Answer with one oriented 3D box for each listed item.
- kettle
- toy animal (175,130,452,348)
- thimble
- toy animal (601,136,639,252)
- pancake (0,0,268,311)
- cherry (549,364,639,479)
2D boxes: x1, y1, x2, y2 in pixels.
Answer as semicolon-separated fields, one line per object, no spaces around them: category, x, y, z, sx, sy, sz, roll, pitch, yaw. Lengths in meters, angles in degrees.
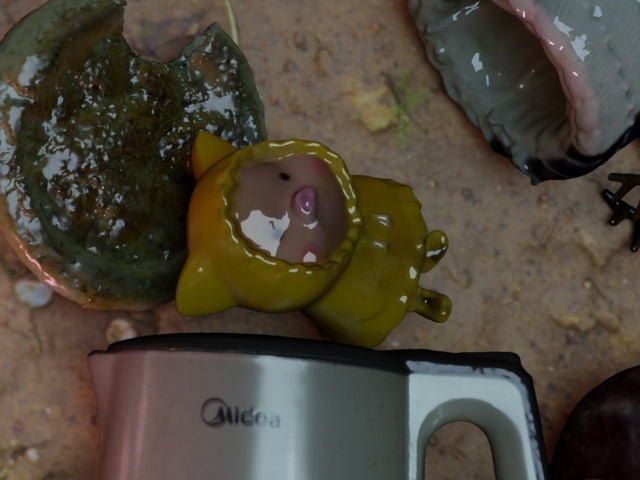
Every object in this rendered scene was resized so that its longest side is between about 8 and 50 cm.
kettle;0.001;0.262;1.318;0.361;0.250;0.377;2;82;4
toy animal;0.000;0.004;1.398;0.229;0.156;0.156;18;81;-29
thimble;0.179;-0.171;1.437;0.150;0.237;0.237;-36;96;-19
toy animal;0.383;-0.076;1.556;0.243;0.087;0.260;28;76;-11
pancake;-0.145;-0.067;1.392;0.253;0.037;0.254;-2;94;-32
cherry;0.288;0.223;1.436;0.296;0.218;0.255;17;75;-20
